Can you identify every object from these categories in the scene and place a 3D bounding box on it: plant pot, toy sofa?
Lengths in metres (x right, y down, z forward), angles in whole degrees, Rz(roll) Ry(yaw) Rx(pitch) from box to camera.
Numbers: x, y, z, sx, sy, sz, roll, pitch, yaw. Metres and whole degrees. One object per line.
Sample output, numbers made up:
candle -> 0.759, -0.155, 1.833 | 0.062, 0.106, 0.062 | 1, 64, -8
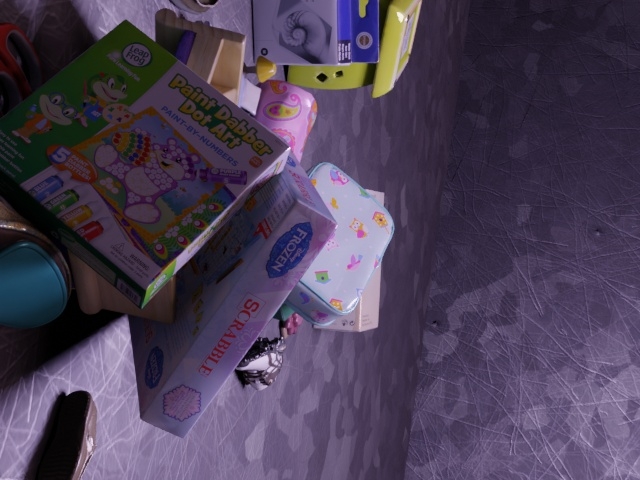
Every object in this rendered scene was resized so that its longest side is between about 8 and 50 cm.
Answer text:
plant pot -> 0.076, -0.420, 2.121 | 0.227, 0.207, 0.228 | -60, 164, -54
toy sofa -> -0.217, -0.096, 1.311 | 0.150, 0.177, 0.362 | 105, -1, -60

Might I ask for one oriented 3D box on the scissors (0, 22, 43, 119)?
scissors -> -0.369, -0.240, 1.139 | 0.297, 0.021, 0.109 | 70, 31, -49

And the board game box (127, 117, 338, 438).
board game box -> -0.126, 0.034, 1.359 | 0.318, 0.066, 0.318 | -54, -157, 12

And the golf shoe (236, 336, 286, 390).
golf shoe -> -0.108, 0.226, 1.941 | 0.198, 0.077, 0.093 | -3, 96, -71

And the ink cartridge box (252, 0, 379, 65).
ink cartridge box -> -0.011, -0.418, 1.903 | 0.045, 0.224, 0.223 | -37, 127, -68

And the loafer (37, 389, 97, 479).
loafer -> -0.305, 0.261, 1.350 | 0.050, 0.056, 0.148 | 58, 38, -51

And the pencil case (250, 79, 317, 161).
pencil case -> -0.095, -0.124, 1.811 | 0.124, 0.124, 0.284 | 53, 51, -64

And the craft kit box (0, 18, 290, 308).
craft kit box -> -0.204, -0.091, 1.188 | 0.246, 0.250, 0.061 | -48, 172, -33

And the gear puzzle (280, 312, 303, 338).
gear puzzle -> -0.047, 0.013, 2.152 | 0.175, 0.044, 0.338 | -54, 143, -60

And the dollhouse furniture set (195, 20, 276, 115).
dollhouse furniture set -> -0.122, -0.208, 1.627 | 0.286, 0.198, 0.303 | 59, 37, -61

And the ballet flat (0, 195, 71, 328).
ballet flat -> -0.355, -0.012, 1.086 | 0.348, 0.123, 0.123 | 54, 42, -66

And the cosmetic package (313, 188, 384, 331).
cosmetic package -> 0.064, 0.041, 2.402 | 0.160, 0.113, 0.309 | -2, 96, -72

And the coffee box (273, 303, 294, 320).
coffee box -> -0.041, 0.058, 2.082 | 0.184, 0.040, 0.113 | -42, 130, -40

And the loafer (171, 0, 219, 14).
loafer -> -0.189, -0.419, 1.560 | 0.251, 0.087, 0.094 | 62, 35, -58

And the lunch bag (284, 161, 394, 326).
lunch bag -> 0.000, 0.000, 2.008 | 0.108, 0.224, 0.279 | -40, -163, 50
